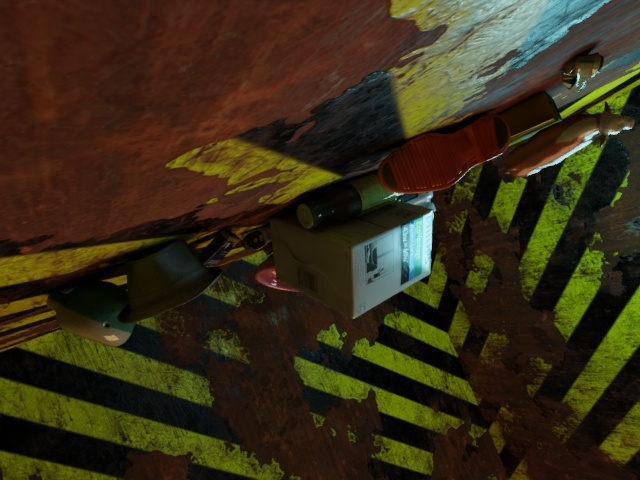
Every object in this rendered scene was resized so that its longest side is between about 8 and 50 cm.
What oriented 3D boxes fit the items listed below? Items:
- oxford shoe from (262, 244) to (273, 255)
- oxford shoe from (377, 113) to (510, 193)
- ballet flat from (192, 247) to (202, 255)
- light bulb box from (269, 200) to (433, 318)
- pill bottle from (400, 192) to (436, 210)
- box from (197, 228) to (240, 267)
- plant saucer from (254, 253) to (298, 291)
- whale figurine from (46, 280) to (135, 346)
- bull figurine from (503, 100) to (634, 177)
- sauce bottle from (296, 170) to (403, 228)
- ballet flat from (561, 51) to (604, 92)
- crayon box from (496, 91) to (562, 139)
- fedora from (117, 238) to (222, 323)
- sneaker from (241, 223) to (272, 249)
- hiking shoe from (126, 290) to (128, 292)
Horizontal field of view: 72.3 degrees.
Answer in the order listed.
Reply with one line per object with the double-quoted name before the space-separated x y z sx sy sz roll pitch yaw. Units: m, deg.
"oxford shoe" -0.160 -0.009 1.857 0.097 0.098 0.271 -22 179 -42
"oxford shoe" 0.276 -0.191 1.039 0.364 0.129 0.133 -21 -174 -21
"ballet flat" -0.429 0.078 1.239 0.086 0.086 0.248 -23 180 24
"light bulb box" 0.097 0.015 1.351 0.361 0.225 0.358 -22 -151 -37
"pill bottle" 0.314 -0.167 1.467 0.108 0.180 0.108 -22 179 0
"box" -0.326 0.063 1.231 0.225 0.036 0.136 -44 177 -1
"plant saucer" -0.078 0.116 1.652 0.333 0.084 0.332 3 159 1
"whale figurine" -0.567 0.166 1.105 0.272 0.216 0.141 8 -112 51
"bull figurine" 0.638 -0.263 1.154 0.311 0.101 0.188 -25 180 36
"sauce bottle" 0.090 -0.117 1.237 0.345 0.111 0.111 -21 178 -35
"ballet flat" 0.509 -0.335 0.869 0.053 0.057 0.168 6 -176 17
"crayon box" 0.547 -0.321 1.218 0.202 0.081 0.319 -23 179 33
"fedora" -0.361 0.077 1.010 0.244 0.124 0.275 -20 -172 4
"sneaker" -0.183 -0.020 1.557 0.234 0.078 0.106 -21 -175 -35
"hiking shoe" -0.794 0.260 1.710 0.132 0.113 0.304 -22 180 36
